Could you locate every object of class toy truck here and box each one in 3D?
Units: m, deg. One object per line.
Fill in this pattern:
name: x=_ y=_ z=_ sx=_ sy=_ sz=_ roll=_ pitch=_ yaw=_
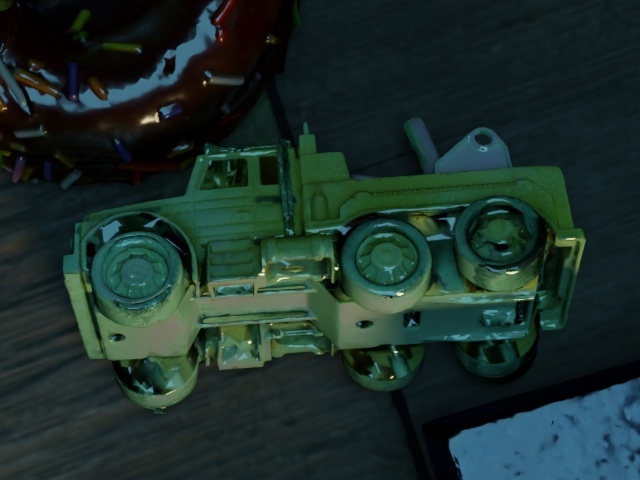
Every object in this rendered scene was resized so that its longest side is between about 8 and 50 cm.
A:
toy truck: x=-0.003 y=0.003 z=0.964 sx=0.259 sy=0.128 sz=0.135 roll=-8 pitch=61 yaw=-3

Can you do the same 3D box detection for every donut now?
donut: x=-0.115 y=-0.144 z=0.965 sx=0.216 sy=0.096 sz=0.230 roll=1 pitch=85 yaw=-4

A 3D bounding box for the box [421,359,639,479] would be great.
box: x=0.224 y=0.183 z=0.954 sx=0.279 sy=0.116 sz=0.261 roll=-15 pitch=87 yaw=-4
